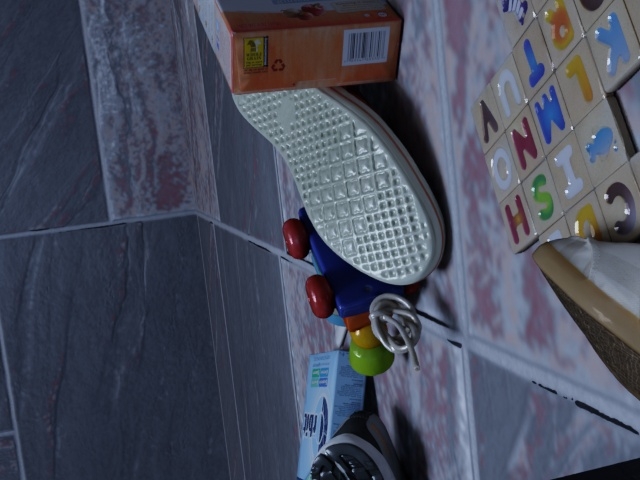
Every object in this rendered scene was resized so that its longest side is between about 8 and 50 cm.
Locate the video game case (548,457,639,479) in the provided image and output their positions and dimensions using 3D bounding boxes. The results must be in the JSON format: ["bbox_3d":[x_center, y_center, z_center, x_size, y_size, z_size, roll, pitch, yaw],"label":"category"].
[{"bbox_3d":[0.075,0.267,0.518,0.035,0.248,0.274,-125,30,-59],"label":"video game case"}]

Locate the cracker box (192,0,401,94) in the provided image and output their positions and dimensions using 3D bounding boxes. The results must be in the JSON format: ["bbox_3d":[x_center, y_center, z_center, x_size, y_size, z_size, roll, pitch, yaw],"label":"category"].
[{"bbox_3d":[-0.034,-0.230,0.856,0.232,0.156,0.067,-116,23,-49],"label":"cracker box"}]

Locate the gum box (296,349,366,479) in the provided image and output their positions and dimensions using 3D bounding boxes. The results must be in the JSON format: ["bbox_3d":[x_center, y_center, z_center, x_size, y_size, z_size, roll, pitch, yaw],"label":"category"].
[{"bbox_3d":[0.012,0.229,1.069,0.157,0.041,0.184,144,134,-74],"label":"gum box"}]

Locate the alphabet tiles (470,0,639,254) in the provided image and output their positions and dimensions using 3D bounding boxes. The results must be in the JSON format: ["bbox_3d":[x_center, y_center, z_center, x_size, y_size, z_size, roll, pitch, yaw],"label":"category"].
[{"bbox_3d":[0.148,-0.085,0.527,0.237,0.009,0.198,120,140,-67],"label":"alphabet tiles"}]

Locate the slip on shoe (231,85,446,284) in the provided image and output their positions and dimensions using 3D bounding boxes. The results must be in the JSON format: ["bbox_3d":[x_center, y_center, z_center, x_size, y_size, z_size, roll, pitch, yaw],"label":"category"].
[{"bbox_3d":[0.026,-0.088,0.843,0.331,0.101,0.123,53,126,38],"label":"slip on shoe"}]

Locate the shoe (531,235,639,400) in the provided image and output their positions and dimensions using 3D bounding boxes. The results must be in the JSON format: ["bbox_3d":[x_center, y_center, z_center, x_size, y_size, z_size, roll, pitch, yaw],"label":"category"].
[{"bbox_3d":[0.173,0.046,0.429,0.076,0.058,0.219,54,-178,-24],"label":"shoe"}]

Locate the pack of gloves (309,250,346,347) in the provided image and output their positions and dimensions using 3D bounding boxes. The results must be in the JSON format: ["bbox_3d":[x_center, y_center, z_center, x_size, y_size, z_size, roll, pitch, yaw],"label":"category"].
[{"bbox_3d":[0.000,0.000,1.074,0.232,0.046,0.195,105,154,-58],"label":"pack of gloves"}]

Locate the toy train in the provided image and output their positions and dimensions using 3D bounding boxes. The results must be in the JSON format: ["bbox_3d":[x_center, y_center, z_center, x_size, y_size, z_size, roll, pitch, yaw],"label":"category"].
[{"bbox_3d":[0.046,0.080,0.848,0.248,0.105,0.143,-114,11,-47],"label":"toy train"}]

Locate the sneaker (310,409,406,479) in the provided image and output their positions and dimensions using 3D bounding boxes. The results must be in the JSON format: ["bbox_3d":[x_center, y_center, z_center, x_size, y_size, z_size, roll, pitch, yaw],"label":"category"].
[{"bbox_3d":[0.063,0.306,0.942,0.108,0.100,0.271,-55,-41,-61],"label":"sneaker"}]
